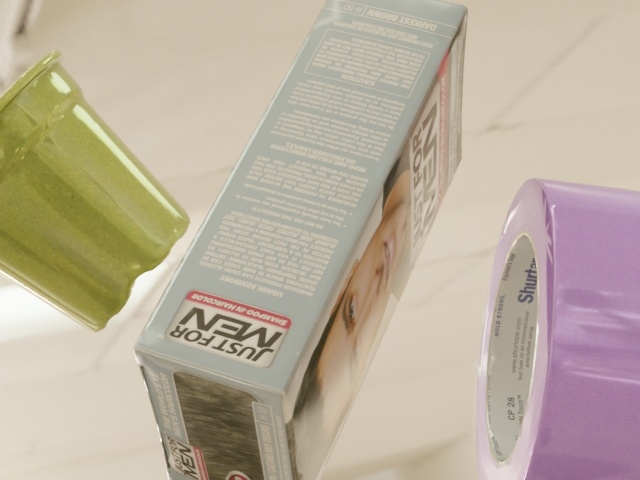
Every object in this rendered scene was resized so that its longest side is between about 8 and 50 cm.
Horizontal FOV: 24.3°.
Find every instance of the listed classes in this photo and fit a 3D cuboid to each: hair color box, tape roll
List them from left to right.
[{"bbox_3d":[0.000,0.000,1.117,0.113,0.374,0.185,16,-35,16],"label":"hair color box"},{"bbox_3d":[0.194,0.090,1.186,0.090,0.275,0.275,6,-16,-4],"label":"tape roll"}]

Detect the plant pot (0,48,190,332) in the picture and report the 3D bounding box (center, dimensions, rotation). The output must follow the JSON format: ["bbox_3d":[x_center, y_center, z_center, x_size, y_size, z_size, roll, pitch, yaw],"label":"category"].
[{"bbox_3d":[-0.300,-0.036,1.733,0.276,0.254,0.276,-48,7,8],"label":"plant pot"}]
